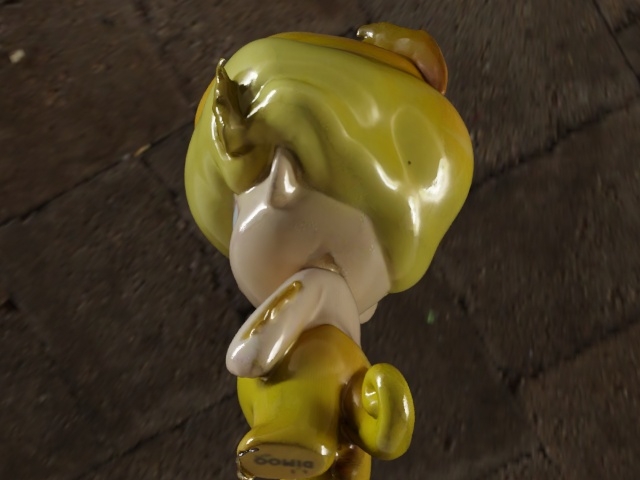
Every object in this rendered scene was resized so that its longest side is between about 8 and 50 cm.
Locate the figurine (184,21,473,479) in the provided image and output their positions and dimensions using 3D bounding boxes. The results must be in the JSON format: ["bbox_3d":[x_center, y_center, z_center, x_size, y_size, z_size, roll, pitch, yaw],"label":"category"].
[{"bbox_3d":[0.000,0.000,0.767,0.131,0.246,0.156,-12,140,15],"label":"figurine"}]
